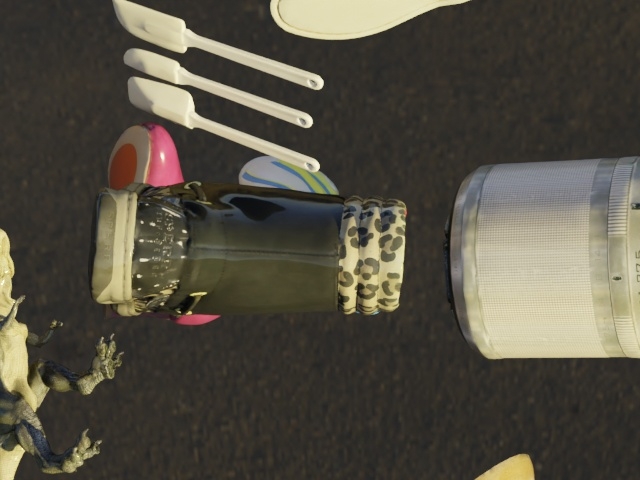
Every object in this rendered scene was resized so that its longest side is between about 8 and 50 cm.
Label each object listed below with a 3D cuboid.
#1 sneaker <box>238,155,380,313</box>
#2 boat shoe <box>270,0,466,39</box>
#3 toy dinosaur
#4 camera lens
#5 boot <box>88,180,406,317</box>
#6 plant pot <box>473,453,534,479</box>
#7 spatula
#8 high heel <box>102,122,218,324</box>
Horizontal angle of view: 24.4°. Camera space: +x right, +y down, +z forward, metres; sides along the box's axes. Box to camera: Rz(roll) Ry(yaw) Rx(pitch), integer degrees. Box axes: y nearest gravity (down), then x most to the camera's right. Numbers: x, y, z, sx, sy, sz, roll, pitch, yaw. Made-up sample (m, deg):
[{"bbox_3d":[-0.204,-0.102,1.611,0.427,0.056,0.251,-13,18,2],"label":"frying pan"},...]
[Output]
[{"bbox_3d":[0.000,0.000,1.747,0.240,0.091,0.126,35,31,-15],"label":"sneaker"},{"bbox_3d":[0.071,-0.277,1.493,0.255,0.095,0.079,-17,49,5],"label":"boat shoe"},{"bbox_3d":[-0.209,0.118,1.051,0.118,0.064,0.268,-4,72,17],"label":"toy dinosaur"},{"bbox_3d":[0.286,0.020,1.629,0.274,0.219,0.219,-2,41,21],"label":"camera lens"},{"bbox_3d":[-0.039,0.009,0.901,0.179,0.085,0.236,3,0,1],"label":"boot"},{"bbox_3d":[0.124,0.298,1.418,0.236,0.236,0.032,-31,66,-27],"label":"plant pot"},{"bbox_3d":[-0.105,-0.157,1.544,0.242,0.168,0.019,21,51,16],"label":"spatula"},{"bbox_3d":[-0.142,-0.020,1.631,0.181,0.377,0.127,-4,66,-15],"label":"high heel"}]
